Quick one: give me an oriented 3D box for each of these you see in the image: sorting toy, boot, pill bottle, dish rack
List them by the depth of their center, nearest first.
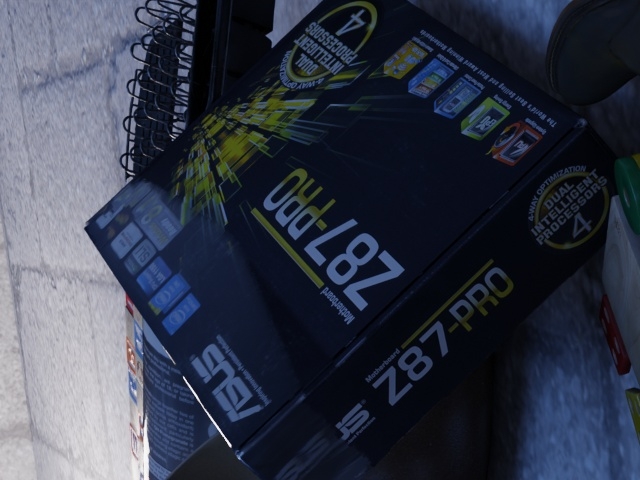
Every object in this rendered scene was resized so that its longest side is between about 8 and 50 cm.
[{"bbox_3d":[0.203,-0.107,1.085,0.219,0.082,0.106,127,134,-61],"label":"boot"},{"bbox_3d":[0.219,0.054,1.121,0.274,0.046,0.132,78,177,-65],"label":"sorting toy"},{"bbox_3d":[-0.126,-0.150,1.636,0.271,0.074,0.208,-26,53,55],"label":"dish rack"},{"bbox_3d":[-0.097,0.131,1.870,0.176,0.176,0.318,-127,34,-53],"label":"pill bottle"}]

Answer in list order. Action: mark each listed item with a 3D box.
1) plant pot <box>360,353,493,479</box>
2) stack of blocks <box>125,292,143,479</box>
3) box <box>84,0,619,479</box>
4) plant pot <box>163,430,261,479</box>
[{"bbox_3d":[0.053,0.145,1.463,0.215,0.215,0.230,40,149,62],"label":"plant pot"},{"bbox_3d":[-0.177,0.201,2.251,0.171,0.087,0.297,-136,42,-59],"label":"stack of blocks"},{"bbox_3d":[0.013,-0.019,1.336,0.097,0.318,0.395,44,-178,-33],"label":"box"},{"bbox_3d":[-0.031,0.308,1.694,0.191,0.284,0.284,51,169,-20],"label":"plant pot"}]
